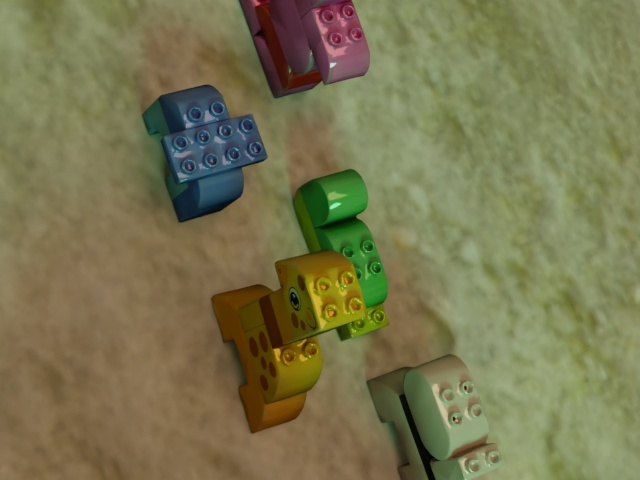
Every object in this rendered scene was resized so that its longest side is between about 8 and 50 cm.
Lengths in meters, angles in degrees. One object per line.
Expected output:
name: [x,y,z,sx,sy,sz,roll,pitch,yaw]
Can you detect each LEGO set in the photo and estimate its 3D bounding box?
LEGO set: [0.000,0.000,0.495,0.087,0.093,0.227,-17,85,-26]
